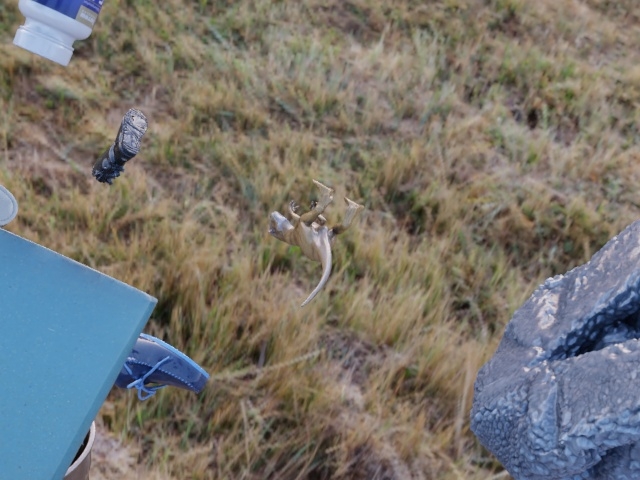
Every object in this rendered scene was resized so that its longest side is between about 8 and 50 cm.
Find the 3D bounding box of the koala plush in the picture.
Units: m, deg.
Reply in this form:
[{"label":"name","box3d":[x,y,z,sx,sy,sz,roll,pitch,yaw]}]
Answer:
[{"label":"koala plush","box3d":[0.238,0.130,0.637,0.221,0.203,0.196,43,33,-21]}]

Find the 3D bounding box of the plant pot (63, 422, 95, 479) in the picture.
[{"label":"plant pot","box3d":[-0.315,0.274,1.010,0.167,0.165,0.167,0,31,0]}]

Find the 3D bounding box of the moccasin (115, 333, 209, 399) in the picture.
[{"label":"moccasin","box3d":[-0.382,0.260,1.949,0.342,0.137,0.116,14,60,31]}]

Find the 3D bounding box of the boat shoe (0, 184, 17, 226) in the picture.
[{"label":"boat shoe","box3d":[-0.514,-0.094,1.317,0.206,0.065,0.075,46,63,-17]}]

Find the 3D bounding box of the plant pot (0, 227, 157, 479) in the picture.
[{"label":"plant pot","box3d":[-0.221,0.101,0.475,0.166,0.166,0.234,27,78,-22]}]

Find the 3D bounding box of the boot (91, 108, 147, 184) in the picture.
[{"label":"boot","box3d":[-0.344,-0.158,1.618,0.045,0.099,0.121,31,40,-29]}]

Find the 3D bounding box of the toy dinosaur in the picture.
[{"label":"toy dinosaur","box3d":[0.000,0.000,1.063,0.064,0.112,0.211,26,8,-23]}]

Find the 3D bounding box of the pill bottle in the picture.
[{"label":"pill bottle","box3d":[-0.380,-0.359,1.402,0.112,0.112,0.186,23,93,6]}]
